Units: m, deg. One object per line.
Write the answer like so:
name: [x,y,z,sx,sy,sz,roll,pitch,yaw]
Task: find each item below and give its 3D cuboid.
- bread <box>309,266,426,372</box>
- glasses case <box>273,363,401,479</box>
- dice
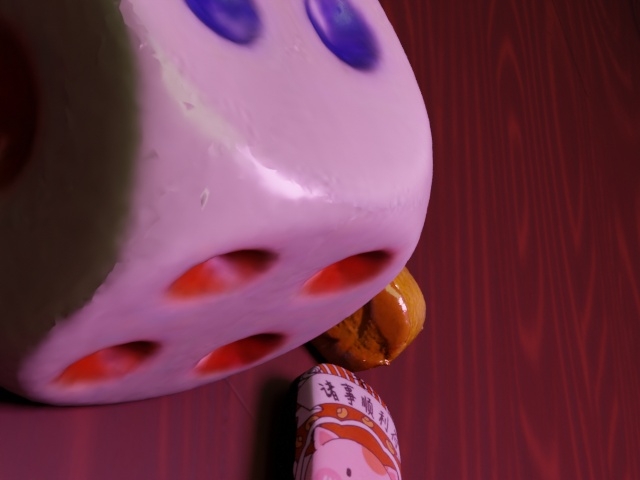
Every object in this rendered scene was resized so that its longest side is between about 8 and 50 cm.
bread: [0.000,0.000,1.169,0.245,0.102,0.094,59,29,3]
glasses case: [0.013,0.209,1.020,0.103,0.067,0.266,37,36,-30]
dice: [-0.116,-0.079,0.926,0.304,0.277,0.304,3,55,-54]
